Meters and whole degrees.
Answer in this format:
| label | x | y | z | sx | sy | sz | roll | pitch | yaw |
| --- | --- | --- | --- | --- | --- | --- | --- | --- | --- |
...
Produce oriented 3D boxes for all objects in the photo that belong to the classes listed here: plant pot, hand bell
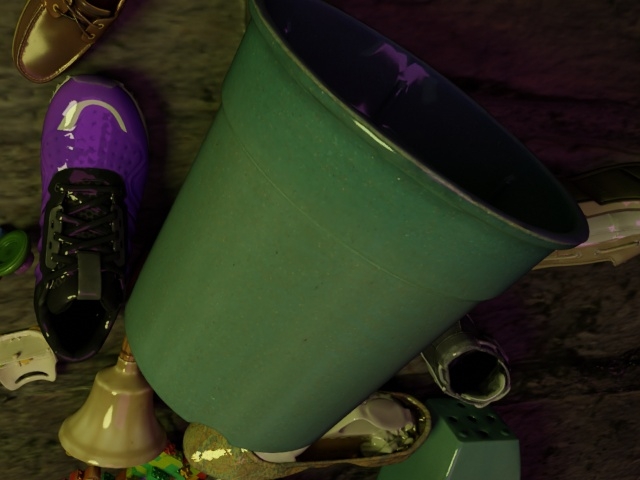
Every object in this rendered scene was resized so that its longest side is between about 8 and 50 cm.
| label | x | y | z | sx | sy | sz | roll | pitch | yaw |
| --- | --- | --- | --- | --- | --- | --- | --- | --- | --- |
| plant pot | 0.198 | 0.366 | 1.013 | 0.166 | 0.165 | 0.234 | 4 | 113 | -21 |
| hand bell | -0.218 | 0.123 | 0.770 | 0.126 | 0.126 | 0.241 | 8 | 106 | -23 |
| plant pot | 0.000 | 0.000 | 0.634 | 0.341 | 0.341 | 0.334 | 22 | 120 | -29 |

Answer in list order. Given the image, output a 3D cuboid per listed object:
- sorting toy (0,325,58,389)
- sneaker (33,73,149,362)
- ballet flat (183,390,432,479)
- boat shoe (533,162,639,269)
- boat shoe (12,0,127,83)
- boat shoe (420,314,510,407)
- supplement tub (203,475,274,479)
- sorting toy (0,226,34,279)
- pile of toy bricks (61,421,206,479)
| label | x | y | z | sx | sy | sz | roll | pitch | yaw |
| --- | --- | --- | --- | --- | --- | --- | --- | --- | --- |
| sorting toy | -0.339 | 0.143 | 0.765 | 0.083 | 0.044 | 0.075 | -12 | 131 | -12 |
| sneaker | -0.220 | -0.005 | 0.645 | 0.102 | 0.146 | 0.293 | 4 | 120 | -20 |
| ballet flat | -0.001 | 0.247 | 0.888 | 0.349 | 0.123 | 0.123 | 7 | 118 | -26 |
| boat shoe | 0.374 | -0.028 | 0.860 | 0.303 | 0.113 | 0.103 | -3 | 124 | -4 |
| boat shoe | -0.207 | -0.206 | 0.575 | 0.178 | 0.060 | 0.064 | -45 | 124 | 12 |
| boat shoe | 0.208 | 0.176 | 0.899 | 0.108 | 0.102 | 0.301 | -34 | 141 | 3 |
| supplement tub | -0.099 | 0.425 | 0.921 | 0.145 | 0.199 | 0.144 | -9 | 121 | -15 |
| sorting toy | -0.323 | 0.022 | 0.682 | 0.102 | 0.061 | 0.042 | -12 | 144 | 22 |
| pile of toy bricks | -0.217 | 0.287 | 0.843 | 0.105 | 0.118 | 0.212 | -37 | 126 | 15 |
